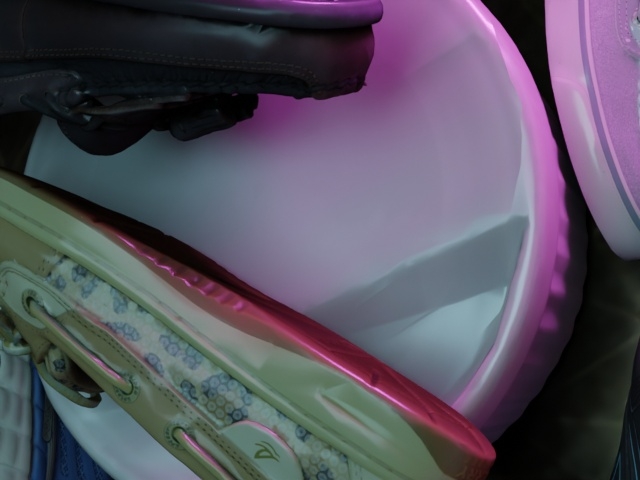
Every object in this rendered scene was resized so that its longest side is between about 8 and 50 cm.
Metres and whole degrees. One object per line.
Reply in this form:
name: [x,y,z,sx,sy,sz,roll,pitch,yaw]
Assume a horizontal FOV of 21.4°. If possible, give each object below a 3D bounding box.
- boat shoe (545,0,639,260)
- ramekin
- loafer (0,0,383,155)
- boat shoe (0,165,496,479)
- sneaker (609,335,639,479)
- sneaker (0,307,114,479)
boat shoe: [0.151,-0.107,0.758,0.081,0.079,0.227,-11,73,30]
ramekin: [0.000,0.000,0.793,0.273,0.127,0.272,-5,78,27]
loafer: [-0.102,-0.079,0.743,0.303,0.109,0.095,12,106,35]
boat shoe: [-0.069,0.049,0.689,0.285,0.104,0.089,29,94,27]
sneaker: [0.157,0.092,0.708,0.101,0.106,0.267,8,87,26]
sneaker: [-0.145,0.192,0.813,0.130,0.147,0.330,-9,66,42]
